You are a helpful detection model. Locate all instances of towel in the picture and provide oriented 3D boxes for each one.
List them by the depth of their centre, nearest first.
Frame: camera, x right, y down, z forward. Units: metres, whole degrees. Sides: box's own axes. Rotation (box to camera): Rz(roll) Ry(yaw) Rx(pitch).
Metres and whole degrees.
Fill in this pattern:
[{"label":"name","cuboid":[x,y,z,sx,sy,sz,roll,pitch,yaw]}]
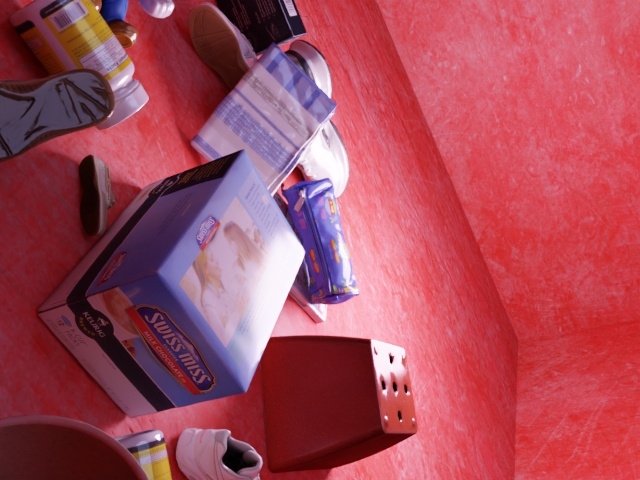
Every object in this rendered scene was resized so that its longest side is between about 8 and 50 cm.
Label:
[{"label":"towel","cuboid":[-0.113,-0.240,1.401,0.209,0.034,0.285,41,78,-23]}]

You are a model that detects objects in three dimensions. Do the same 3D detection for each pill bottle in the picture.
[{"label":"pill bottle","cuboid":[-0.251,0.360,0.913,0.103,0.103,0.184,5,70,-63]},{"label":"pill bottle","cuboid":[-0.369,-0.285,1.046,0.208,0.119,0.119,59,29,-28]}]

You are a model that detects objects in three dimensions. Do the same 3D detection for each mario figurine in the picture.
[{"label":"mario figurine","cuboid":[-0.343,-0.506,1.164,0.198,0.170,0.321,102,-9,-69]}]

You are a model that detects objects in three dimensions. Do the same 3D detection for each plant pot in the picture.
[{"label":"plant pot","cuboid":[0.051,0.326,1.387,0.267,0.235,0.267,26,53,-56]}]

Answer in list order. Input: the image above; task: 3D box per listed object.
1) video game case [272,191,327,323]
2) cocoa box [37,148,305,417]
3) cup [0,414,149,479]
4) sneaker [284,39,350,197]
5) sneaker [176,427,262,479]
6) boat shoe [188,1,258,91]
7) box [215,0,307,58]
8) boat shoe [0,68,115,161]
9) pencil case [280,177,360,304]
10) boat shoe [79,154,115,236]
[{"label":"video game case","cuboid":[-0.058,0.038,1.584,0.285,0.025,0.204,51,33,-39]},{"label":"cocoa box","cuboid":[-0.205,0.057,1.043,0.231,0.228,0.347,60,28,-25]},{"label":"cup","cuboid":[-0.289,0.377,0.643,0.331,0.331,0.237,-77,167,-46]},{"label":"sneaker","cuboid":[-0.087,-0.224,1.590,0.257,0.169,0.447,-40,140,-24]},{"label":"sneaker","cuboid":[-0.136,0.396,1.107,0.232,0.115,0.090,57,30,-31]},{"label":"boat shoe","cuboid":[-0.205,-0.429,1.498,0.277,0.098,0.096,57,29,-50]},{"label":"box","cuboid":[-0.141,-0.538,1.609,0.156,0.158,0.093,68,27,-13]},{"label":"boat shoe","cuboid":[-0.425,-0.164,0.892,0.302,0.098,0.109,-30,111,-45]},{"label":"pencil case","cuboid":[0.000,0.000,1.553,0.133,0.119,0.306,-2,77,-73]},{"label":"boat shoe","cuboid":[-0.344,-0.068,1.045,0.045,0.050,0.135,18,59,-54]}]
